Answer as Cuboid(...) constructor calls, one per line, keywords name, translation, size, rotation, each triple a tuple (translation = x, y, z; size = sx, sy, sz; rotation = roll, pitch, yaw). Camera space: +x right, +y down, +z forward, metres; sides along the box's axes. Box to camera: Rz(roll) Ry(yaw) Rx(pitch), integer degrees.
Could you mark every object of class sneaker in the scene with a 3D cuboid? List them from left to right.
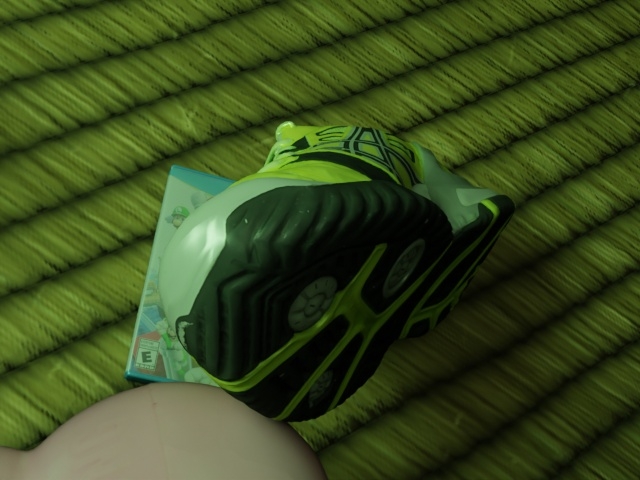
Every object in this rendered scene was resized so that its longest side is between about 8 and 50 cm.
Cuboid(name="sneaker", translation=(0.000, 0.000, 0.579), size=(0.147, 0.145, 0.385), rotation=(34, 14, 17))

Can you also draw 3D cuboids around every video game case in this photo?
Cuboid(name="video game case", translation=(-0.067, 0.033, 0.675), size=(0.119, 0.015, 0.166), rotation=(14, 62, -13))

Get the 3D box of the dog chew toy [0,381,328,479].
Cuboid(name="dog chew toy", translation=(-0.156, 0.189, 0.473), size=(0.332, 0.206, 0.206), rotation=(-7, 69, -14))
